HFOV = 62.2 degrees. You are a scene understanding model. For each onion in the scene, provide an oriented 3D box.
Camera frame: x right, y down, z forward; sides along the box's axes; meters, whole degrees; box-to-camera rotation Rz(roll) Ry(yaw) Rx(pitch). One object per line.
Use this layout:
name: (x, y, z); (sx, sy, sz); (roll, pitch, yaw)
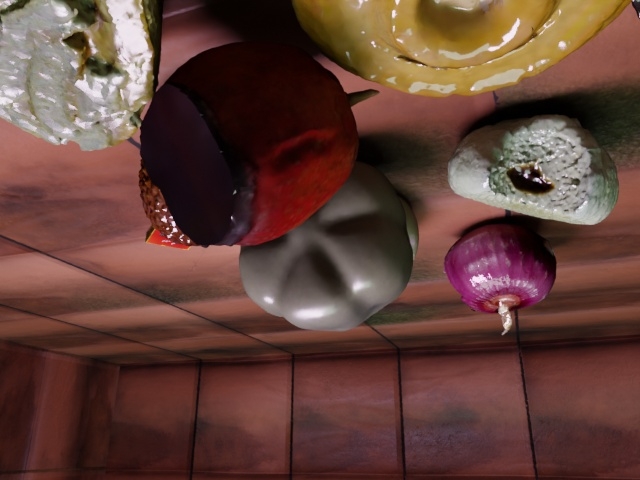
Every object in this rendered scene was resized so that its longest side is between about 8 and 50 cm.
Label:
onion: (0.361, 0.050, 1.038); (0.207, 0.200, 0.201); (40, 147, -9)

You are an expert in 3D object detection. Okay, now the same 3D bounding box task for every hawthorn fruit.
hawthorn fruit: (-0.048, -0.106, 0.516); (0.251, 0.189, 0.189); (-37, 167, -18)

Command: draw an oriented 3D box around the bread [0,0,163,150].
bread: (-0.235, -0.192, 0.473); (0.186, 0.123, 0.257); (11, 155, -25)

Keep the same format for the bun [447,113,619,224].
bun: (0.283, -0.098, 0.701); (0.213, 0.126, 0.204); (13, -178, -16)

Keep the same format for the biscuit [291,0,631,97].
biscuit: (0.119, -0.219, 0.438); (0.297, 0.101, 0.296); (0, 161, 0)

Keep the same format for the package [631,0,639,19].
package: (0.418, -0.224, 0.473); (0.251, 0.062, 0.204); (13, 157, -39)

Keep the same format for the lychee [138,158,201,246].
lychee: (-0.144, -0.080, 0.682); (0.195, 0.194, 0.194); (0, 159, 0)

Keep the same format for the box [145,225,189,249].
box: (-0.287, -0.018, 1.053); (0.090, 0.023, 0.133); (14, 154, -27)

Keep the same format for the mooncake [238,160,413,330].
mooncake: (0.000, 0.000, 0.771); (0.275, 0.274, 0.135); (-7, 165, 18)

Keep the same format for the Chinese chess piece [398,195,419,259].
Chinese chess piece: (0.053, -0.007, 0.969); (0.251, 0.101, 0.250); (0, 159, 0)
